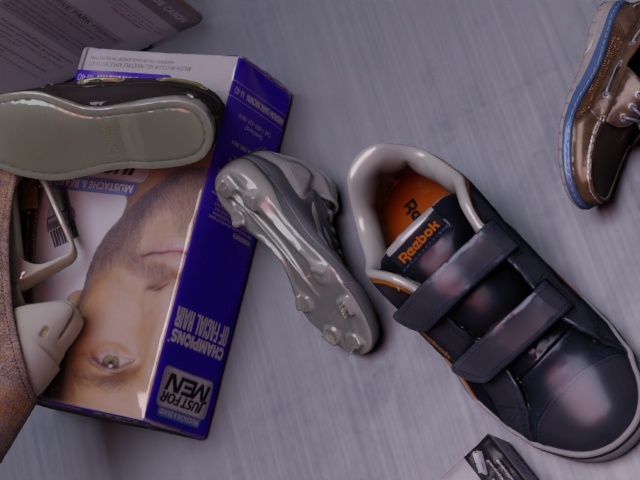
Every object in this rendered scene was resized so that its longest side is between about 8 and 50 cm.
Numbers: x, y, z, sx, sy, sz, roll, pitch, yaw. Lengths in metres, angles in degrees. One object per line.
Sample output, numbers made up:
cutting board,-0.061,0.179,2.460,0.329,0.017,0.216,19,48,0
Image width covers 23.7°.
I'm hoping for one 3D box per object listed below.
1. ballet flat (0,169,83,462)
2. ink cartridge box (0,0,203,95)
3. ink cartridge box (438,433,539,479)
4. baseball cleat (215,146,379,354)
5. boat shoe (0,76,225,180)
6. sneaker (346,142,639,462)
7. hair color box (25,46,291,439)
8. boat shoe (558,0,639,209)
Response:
ballet flat,-0.264,0.041,1.331,0.106,0.107,0.316,-8,68,-1
ink cartridge box,-0.305,-0.274,1.456,0.272,0.309,0.130,-18,65,22
ink cartridge box,0.163,0.258,1.170,0.097,0.046,0.207,-44,58,11
baseball cleat,0.000,0.000,1.334,0.206,0.109,0.072,52,137,4
boat shoe,-0.196,-0.101,1.330,0.228,0.068,0.081,1,116,11
sneaker,0.125,0.046,1.218,0.126,0.127,0.321,-46,59,6
hair color box,-0.164,-0.002,1.407,0.185,0.110,0.338,7,78,30
boat shoe,0.242,-0.113,1.234,0.066,0.066,0.183,2,74,40
